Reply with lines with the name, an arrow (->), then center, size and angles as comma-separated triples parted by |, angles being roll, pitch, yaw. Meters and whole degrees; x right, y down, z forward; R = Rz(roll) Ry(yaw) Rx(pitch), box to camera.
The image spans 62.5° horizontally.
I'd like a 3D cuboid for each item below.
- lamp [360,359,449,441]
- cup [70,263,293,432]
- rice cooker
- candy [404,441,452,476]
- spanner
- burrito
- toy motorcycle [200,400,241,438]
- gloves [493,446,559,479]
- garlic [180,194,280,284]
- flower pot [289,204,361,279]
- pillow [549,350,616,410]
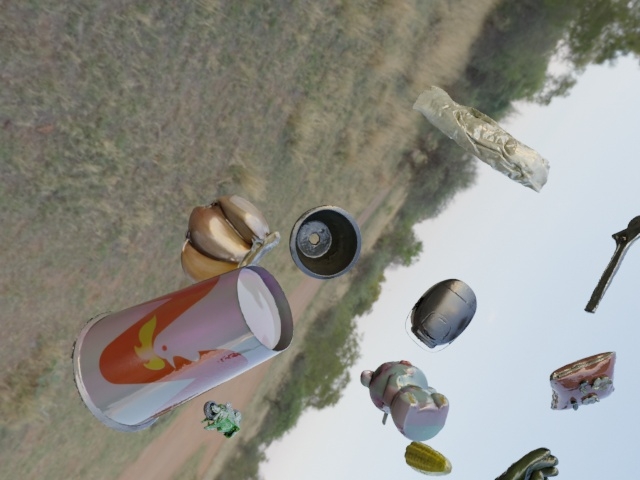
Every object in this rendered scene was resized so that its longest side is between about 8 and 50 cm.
lamp -> 0.282, 0.543, 1.764 | 0.301, 0.247, 0.247 | -132, -132, -66
cup -> -0.197, 0.149, 0.793 | 0.289, 0.203, 0.203 | -25, -175, 21
rice cooker -> 0.315, 0.192, 1.380 | 0.203, 0.142, 0.118 | -46, 180, -1
candy -> 0.370, 0.745, 1.773 | 0.094, 0.106, 0.199 | -49, -169, -21
spanner -> 0.707, 0.054, 1.260 | 0.325, 0.026, 0.093 | -50, -167, -25
burrito -> 0.419, -0.268, 1.357 | 0.117, 0.392, 0.076 | -50, 171, -21
toy motorcycle -> -0.327, 0.604, 1.769 | 0.074, 0.106, 0.190 | -21, 144, 22
gloves -> 0.454, 0.594, 1.227 | 0.268, 0.107, 0.135 | -52, 173, -3
garlic -> -0.211, 0.009, 1.179 | 0.214, 0.191, 0.160 | -53, 173, -1
flower pot -> 0.000, 0.000, 1.919 | 0.269, 0.269, 0.166 | -56, -163, -4
pillow -> 0.648, 0.357, 1.296 | 0.075, 0.171, 0.179 | -105, 173, -49
